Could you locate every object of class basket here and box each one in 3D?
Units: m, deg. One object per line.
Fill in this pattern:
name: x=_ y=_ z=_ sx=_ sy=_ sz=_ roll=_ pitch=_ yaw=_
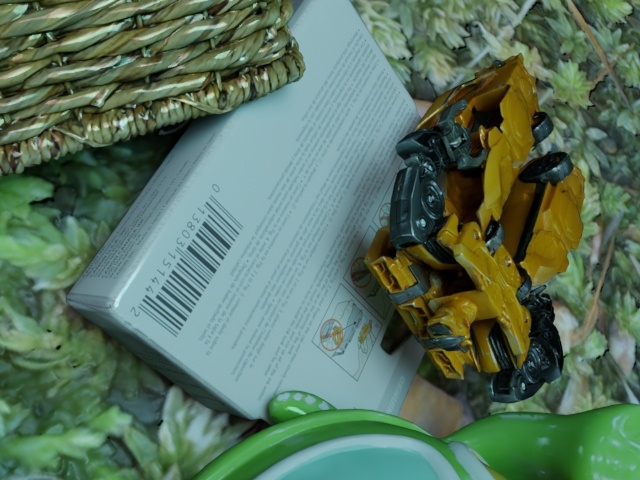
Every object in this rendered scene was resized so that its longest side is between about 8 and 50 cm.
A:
basket: x=-0.193 y=-0.178 z=0.414 sx=0.299 sy=0.213 sz=0.223 roll=-23 pitch=119 yaw=-17

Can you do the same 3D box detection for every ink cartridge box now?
ink cartridge box: x=0.000 y=0.000 z=0.509 sx=0.261 sy=0.066 sz=0.296 roll=48 pitch=58 yaw=-33

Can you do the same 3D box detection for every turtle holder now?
turtle holder: x=0.053 y=0.219 z=0.347 sx=0.320 sy=0.227 sz=0.244 roll=0 pitch=90 yaw=-29

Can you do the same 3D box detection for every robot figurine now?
robot figurine: x=0.130 y=-0.018 z=0.508 sx=0.211 sy=0.085 sz=0.291 roll=55 pitch=44 yaw=-18

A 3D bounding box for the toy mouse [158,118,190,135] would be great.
toy mouse: x=-0.079 y=-0.147 z=0.537 sx=0.161 sy=0.031 sz=0.143 roll=-31 pitch=88 yaw=-29
